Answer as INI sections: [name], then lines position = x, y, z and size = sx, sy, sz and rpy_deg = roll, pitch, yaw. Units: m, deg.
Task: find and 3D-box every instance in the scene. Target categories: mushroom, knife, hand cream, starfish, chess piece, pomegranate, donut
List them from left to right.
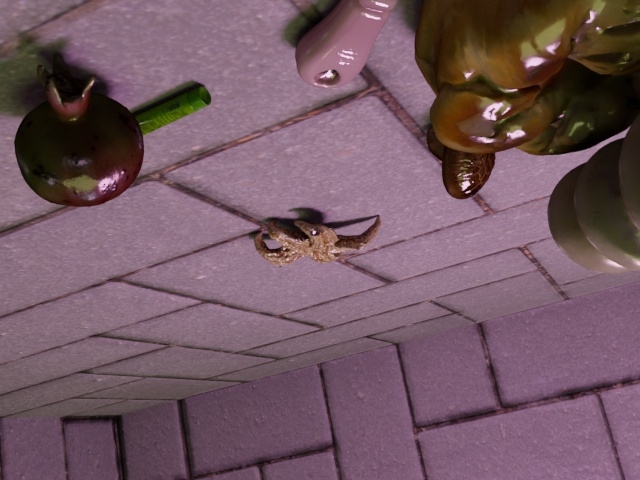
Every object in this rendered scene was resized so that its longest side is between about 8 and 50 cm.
[pomegranate]
position = -0.239, -0.109, 0.780
size = 0.130, 0.129, 0.159
rpy_deg = 2, 132, -38
[hand cream]
position = -0.177, -0.140, 0.857
size = 0.122, 0.023, 0.036
rpy_deg = -19, 152, 25
[starfish]
position = 0.000, 0.002, 1.370
size = 0.216, 0.071, 0.238
rpy_deg = -10, 170, 14
[knife]
position = 0.054, -0.247, 0.671
size = 0.081, 0.043, 0.336
rpy_deg = 3, 152, -23
[mushroom]
position = 0.199, -0.116, 1.050
size = 0.085, 0.109, 0.126
rpy_deg = -23, 176, 19
[donut]
position = 0.265, -0.197, 0.721
size = 0.361, 0.169, 0.360
rpy_deg = -12, 165, -3
[chess piece]
position = 0.330, -0.040, 0.750
size = 0.183, 0.182, 0.330
rpy_deg = -9, 173, -7
